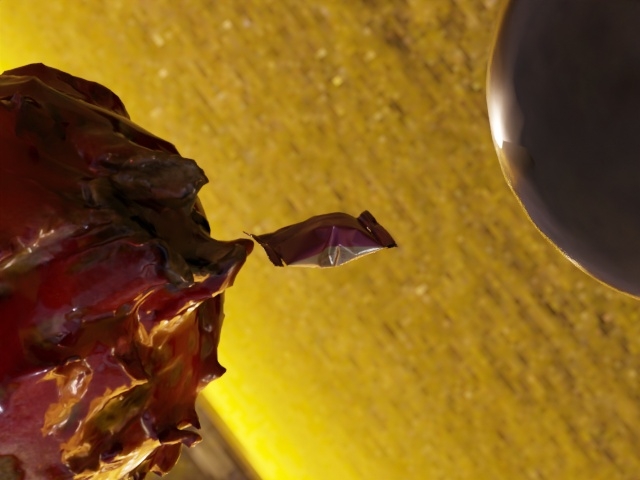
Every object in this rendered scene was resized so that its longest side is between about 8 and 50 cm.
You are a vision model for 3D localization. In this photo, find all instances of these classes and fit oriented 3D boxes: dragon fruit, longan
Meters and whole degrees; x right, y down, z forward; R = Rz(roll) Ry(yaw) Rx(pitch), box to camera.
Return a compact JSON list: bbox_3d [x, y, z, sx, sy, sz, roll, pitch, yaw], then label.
[{"bbox_3d":[-0.075,-0.005,0.507,0.153,0.111,0.153,27,-135,-31],"label":"dragon fruit"},{"bbox_3d":[0.251,-0.104,0.974,0.319,0.319,0.319,51,174,7],"label":"longan"}]

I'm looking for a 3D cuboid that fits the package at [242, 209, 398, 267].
[{"bbox_3d":[0.000,0.000,1.065,0.059,0.083,0.029,-133,38,-60],"label":"package"}]
